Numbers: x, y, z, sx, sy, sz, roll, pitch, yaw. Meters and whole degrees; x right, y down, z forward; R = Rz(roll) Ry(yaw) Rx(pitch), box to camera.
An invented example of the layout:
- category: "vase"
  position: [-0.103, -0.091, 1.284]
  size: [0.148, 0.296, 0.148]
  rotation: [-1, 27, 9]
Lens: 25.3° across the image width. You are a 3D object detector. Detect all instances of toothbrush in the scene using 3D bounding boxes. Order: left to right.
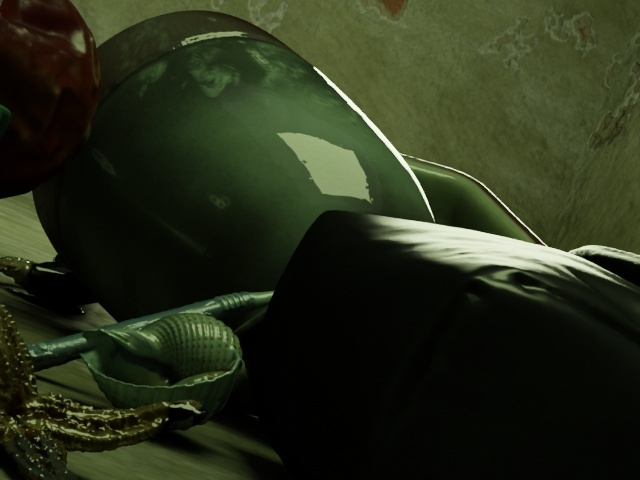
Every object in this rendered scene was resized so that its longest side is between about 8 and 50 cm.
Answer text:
- category: "toothbrush"
  position: [-0.058, 0.036, 0.784]
  size: [0.220, 0.019, 0.016]
  rotation: [-15, 33, -25]

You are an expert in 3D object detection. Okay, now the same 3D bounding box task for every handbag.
- category: "handbag"
  position: [0.123, 0.089, 0.685]
  size: [0.275, 0.177, 0.302]
  rotation: [23, -1, -13]

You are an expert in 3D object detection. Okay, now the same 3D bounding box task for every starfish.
- category: "starfish"
  position: [-0.104, 0.066, 0.533]
  size: [0.130, 0.041, 0.133]
  rotation: [17, 29, -33]

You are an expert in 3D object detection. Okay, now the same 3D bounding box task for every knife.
- category: "knife"
  position: [-0.215, 0.026, 1.241]
  size: [0.089, 0.043, 0.365]
  rotation: [24, -1, -4]

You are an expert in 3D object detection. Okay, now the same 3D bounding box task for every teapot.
- category: "teapot"
  position: [0.000, 0.000, 0.994]
  size: [0.315, 0.233, 0.312]
  rotation: [-9, 34, -31]

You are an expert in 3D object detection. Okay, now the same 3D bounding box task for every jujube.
- category: "jujube"
  position: [-0.238, -0.118, 0.921]
  size: [0.174, 0.174, 0.250]
  rotation: [23, 7, -26]

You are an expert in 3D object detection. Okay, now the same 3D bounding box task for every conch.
- category: "conch"
  position: [-0.079, 0.071, 0.730]
  size: [0.085, 0.056, 0.076]
  rotation: [-6, 24, -10]

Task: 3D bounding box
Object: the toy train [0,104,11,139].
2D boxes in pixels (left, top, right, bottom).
- category: "toy train"
  position: [-0.297, -0.078, 0.673]
  size: [0.238, 0.167, 0.299]
  rotation: [29, 3, 24]
